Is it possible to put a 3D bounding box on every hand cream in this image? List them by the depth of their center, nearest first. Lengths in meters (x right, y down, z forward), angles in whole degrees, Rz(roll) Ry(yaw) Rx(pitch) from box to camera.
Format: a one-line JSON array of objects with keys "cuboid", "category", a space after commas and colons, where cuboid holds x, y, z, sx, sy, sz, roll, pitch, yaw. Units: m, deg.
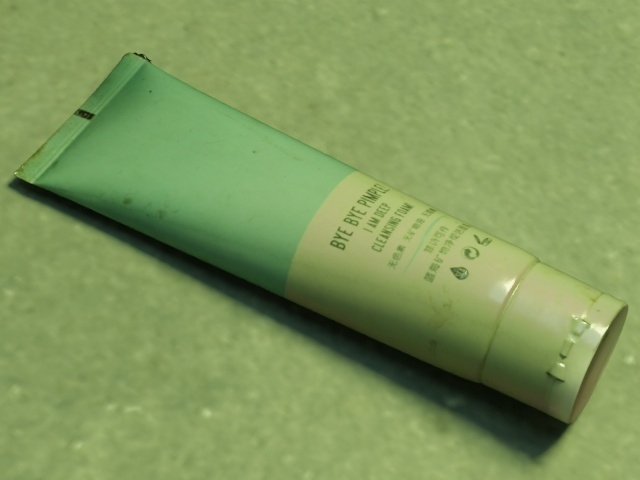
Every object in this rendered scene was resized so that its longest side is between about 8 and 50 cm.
[{"cuboid": [0.000, 0.000, 0.936, 0.312, 0.070, 0.111, 26, 53, 18], "category": "hand cream"}]
